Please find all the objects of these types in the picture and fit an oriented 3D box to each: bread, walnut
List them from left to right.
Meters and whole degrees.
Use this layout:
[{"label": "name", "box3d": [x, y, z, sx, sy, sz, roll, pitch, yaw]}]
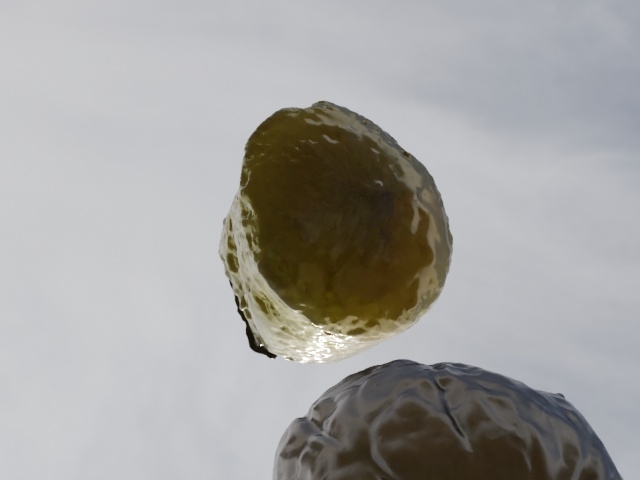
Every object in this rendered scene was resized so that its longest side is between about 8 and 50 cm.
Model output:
[{"label": "bread", "box3d": [0.004, -0.002, 1.032, 0.197, 0.170, 0.197, 11, -117, -22]}, {"label": "walnut", "box3d": [0.058, 0.137, 0.612, 0.178, 0.230, 0.178, 0, -91, -5]}]
